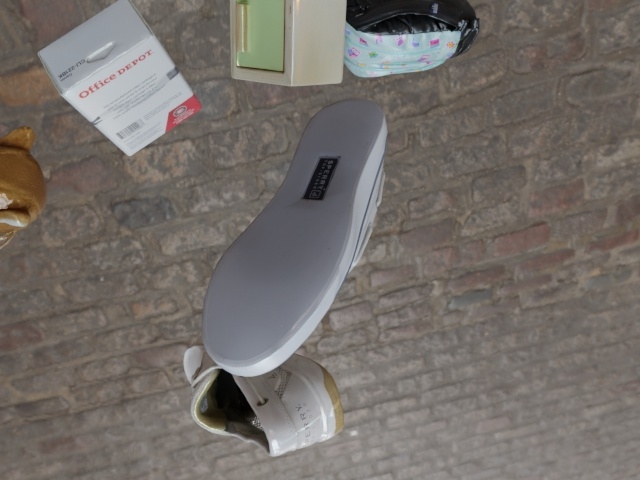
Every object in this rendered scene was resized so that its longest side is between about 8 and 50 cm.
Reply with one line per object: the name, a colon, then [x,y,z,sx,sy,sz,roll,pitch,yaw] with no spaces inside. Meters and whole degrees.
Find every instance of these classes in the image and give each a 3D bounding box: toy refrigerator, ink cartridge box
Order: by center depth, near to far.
toy refrigerator: [-0.036,-0.308,0.602,0.094,0.102,0.270,-21,121,-45]
ink cartridge box: [-0.381,-0.312,1.122,0.197,0.114,0.273,-35,165,-3]

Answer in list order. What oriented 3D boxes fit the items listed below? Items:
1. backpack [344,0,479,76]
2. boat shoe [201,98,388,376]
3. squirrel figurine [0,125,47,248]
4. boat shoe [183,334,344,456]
backpack: [0.111,-0.304,0.798,0.182,0.152,0.115,-12,148,-7]
boat shoe: [0.000,0.000,0.448,0.095,0.258,0.084,14,147,26]
squirrel figurine: [-0.624,-0.099,0.841,0.370,0.281,0.397,-1,148,-11]
boat shoe: [-0.095,0.153,0.594,0.096,0.277,0.098,-19,99,-35]
